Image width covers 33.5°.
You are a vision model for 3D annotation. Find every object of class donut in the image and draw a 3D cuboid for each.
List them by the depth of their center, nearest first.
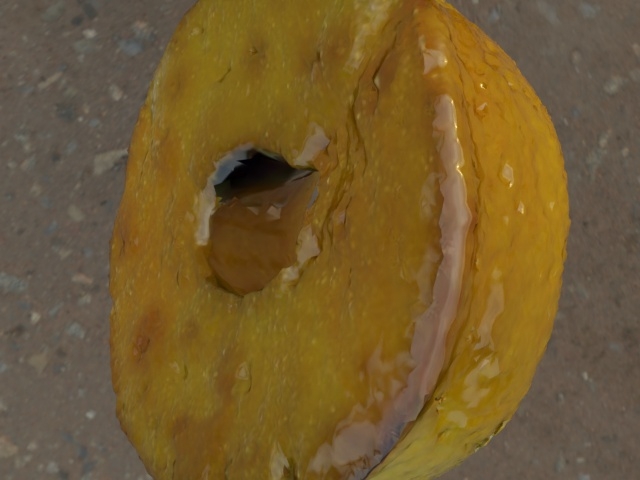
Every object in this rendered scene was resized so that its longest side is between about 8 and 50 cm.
[{"bbox_3d":[0.000,0.000,0.531,0.110,0.303,0.303,10,120,-35],"label":"donut"}]
